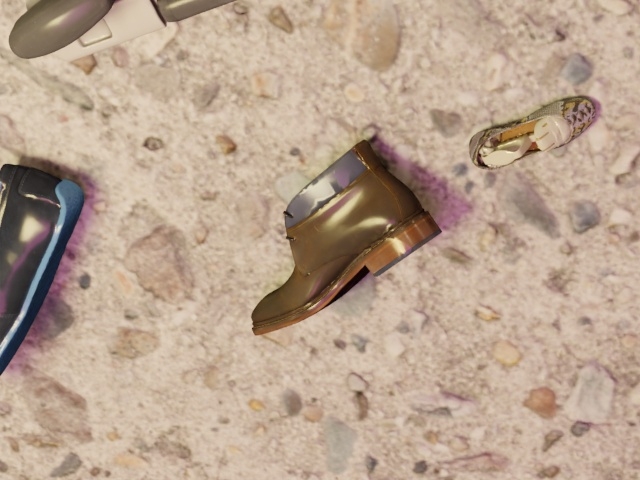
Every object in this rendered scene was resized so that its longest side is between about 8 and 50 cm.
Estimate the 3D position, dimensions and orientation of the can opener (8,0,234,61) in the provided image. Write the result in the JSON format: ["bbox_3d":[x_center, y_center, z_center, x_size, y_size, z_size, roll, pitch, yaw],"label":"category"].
[{"bbox_3d":[-0.121,-0.203,1.518,0.283,0.095,0.076,-16,119,22],"label":"can opener"}]

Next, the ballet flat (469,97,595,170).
[{"bbox_3d":[0.177,-0.084,1.569,0.114,0.041,0.041,-19,117,23],"label":"ballet flat"}]

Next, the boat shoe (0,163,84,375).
[{"bbox_3d":[-0.300,0.038,1.732,0.089,0.109,0.258,28,109,1],"label":"boat shoe"}]

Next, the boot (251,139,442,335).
[{"bbox_3d":[0.000,0.000,1.659,0.219,0.082,0.106,-33,90,33],"label":"boot"}]
